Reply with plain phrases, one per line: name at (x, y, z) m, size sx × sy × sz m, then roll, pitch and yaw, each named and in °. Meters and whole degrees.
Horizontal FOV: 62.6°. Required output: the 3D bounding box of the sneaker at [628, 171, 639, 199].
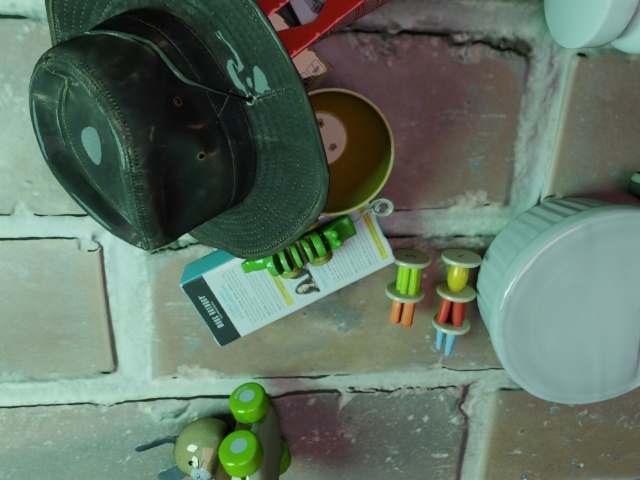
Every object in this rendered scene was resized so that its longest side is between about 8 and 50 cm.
sneaker at (0.479, -0.002, 0.704) m, size 0.222 × 0.083 × 0.118 m, roll 24°, pitch 107°, yaw -18°

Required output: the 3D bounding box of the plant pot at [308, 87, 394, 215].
plant pot at (0.005, -0.106, 0.587) m, size 0.134 × 0.095 × 0.134 m, roll -3°, pitch 113°, yaw -7°

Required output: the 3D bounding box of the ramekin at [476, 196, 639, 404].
ramekin at (0.334, 0.067, 0.687) m, size 0.273 × 0.127 × 0.272 m, roll -3°, pitch 111°, yaw -7°

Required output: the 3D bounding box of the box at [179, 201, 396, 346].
box at (-0.040, 0.029, 0.653) m, size 0.244 × 0.060 × 0.100 m, roll -26°, pitch 112°, yaw 2°

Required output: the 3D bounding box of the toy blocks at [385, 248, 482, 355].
toy blocks at (0.146, 0.088, 0.707) m, size 0.123 × 0.054 × 0.148 m, roll 0°, pitch 112°, yaw -9°

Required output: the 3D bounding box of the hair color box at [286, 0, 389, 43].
hair color box at (0.038, -0.283, 0.533) m, size 0.167 × 0.053 × 0.093 m, roll -28°, pitch 95°, yaw 3°

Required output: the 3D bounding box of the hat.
hat at (-0.154, -0.085, 0.467) m, size 0.332 × 0.134 × 0.331 m, roll 18°, pitch 135°, yaw 19°

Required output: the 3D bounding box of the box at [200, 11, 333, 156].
box at (-0.113, -0.175, 0.583) m, size 0.164 × 0.021 × 0.201 m, roll 41°, pitch 101°, yaw -20°

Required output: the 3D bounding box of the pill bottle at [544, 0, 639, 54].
pill bottle at (0.386, -0.276, 0.544) m, size 0.265 × 0.153 × 0.153 m, roll -8°, pitch 112°, yaw -5°

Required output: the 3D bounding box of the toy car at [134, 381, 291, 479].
toy car at (-0.150, 0.297, 0.711) m, size 0.189 × 0.149 × 0.155 m, roll -9°, pitch 123°, yaw 8°

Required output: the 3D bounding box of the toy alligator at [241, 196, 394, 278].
toy alligator at (0.000, 0.000, 0.586) m, size 0.190 × 0.051 × 0.056 m, roll -23°, pitch 113°, yaw 1°

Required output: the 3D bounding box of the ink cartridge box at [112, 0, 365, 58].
ink cartridge box at (-0.072, -0.291, 0.481) m, size 0.275 × 0.060 × 0.238 m, roll -37°, pitch 89°, yaw 7°
